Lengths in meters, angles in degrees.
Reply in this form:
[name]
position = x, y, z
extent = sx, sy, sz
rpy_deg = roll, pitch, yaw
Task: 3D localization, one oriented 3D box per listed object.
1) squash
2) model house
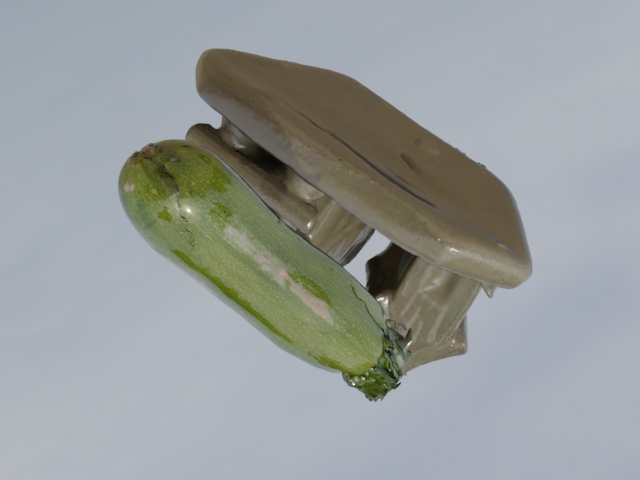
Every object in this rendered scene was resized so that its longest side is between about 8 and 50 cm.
[squash]
position = -0.022, 0.014, 0.627
extent = 0.052, 0.183, 0.052
rpy_deg = -28, -138, 28
[model house]
position = 0.005, -0.007, 0.874
extent = 0.122, 0.229, 0.188
rpy_deg = -54, 177, -47
